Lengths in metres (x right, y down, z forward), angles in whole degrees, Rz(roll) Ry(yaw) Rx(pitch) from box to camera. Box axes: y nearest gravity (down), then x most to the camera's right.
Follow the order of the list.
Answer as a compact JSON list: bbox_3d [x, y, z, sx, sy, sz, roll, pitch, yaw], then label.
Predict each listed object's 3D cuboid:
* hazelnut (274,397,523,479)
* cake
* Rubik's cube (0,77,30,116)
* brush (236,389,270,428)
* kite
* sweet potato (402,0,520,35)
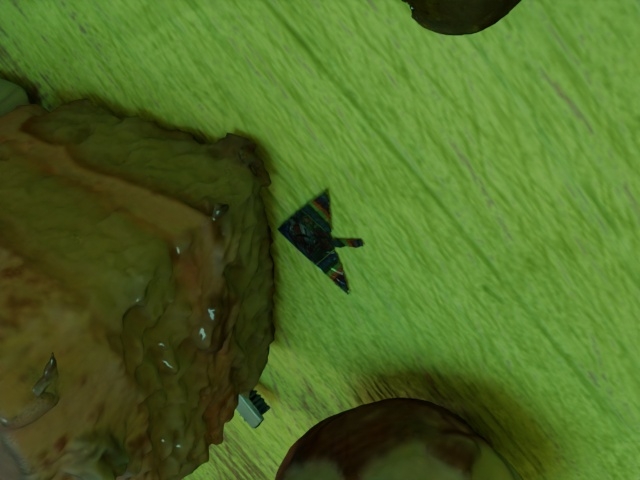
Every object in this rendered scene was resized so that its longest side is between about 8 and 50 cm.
[{"bbox_3d":[0.057,0.267,0.820,0.241,0.261,0.261,15,154,-31],"label":"hazelnut"},{"bbox_3d":[-0.223,0.075,0.806,0.293,0.307,0.314,21,139,25],"label":"cake"},{"bbox_3d":[-0.487,-0.004,0.934,0.321,0.319,0.316,24,141,20],"label":"Rubik's cube"},{"bbox_3d":[-0.120,0.135,1.017,0.178,0.030,0.033,50,150,3],"label":"brush"},{"bbox_3d":[0.000,0.000,0.791,0.090,0.004,0.122,10,135,32],"label":"kite"},{"bbox_3d":[0.063,-0.239,0.439,0.112,0.085,0.286,-1,125,-4],"label":"sweet potato"}]
